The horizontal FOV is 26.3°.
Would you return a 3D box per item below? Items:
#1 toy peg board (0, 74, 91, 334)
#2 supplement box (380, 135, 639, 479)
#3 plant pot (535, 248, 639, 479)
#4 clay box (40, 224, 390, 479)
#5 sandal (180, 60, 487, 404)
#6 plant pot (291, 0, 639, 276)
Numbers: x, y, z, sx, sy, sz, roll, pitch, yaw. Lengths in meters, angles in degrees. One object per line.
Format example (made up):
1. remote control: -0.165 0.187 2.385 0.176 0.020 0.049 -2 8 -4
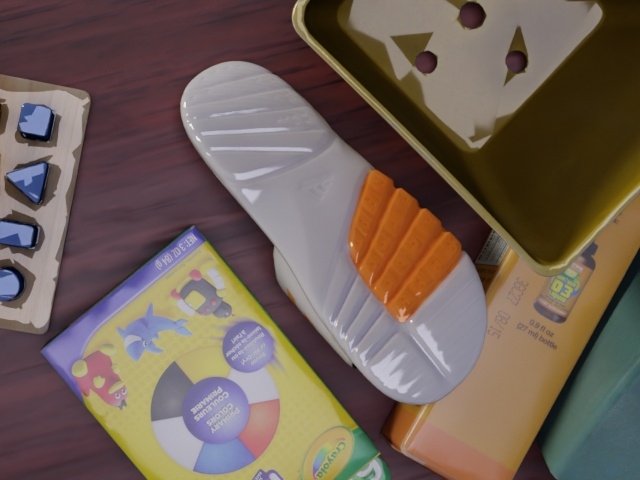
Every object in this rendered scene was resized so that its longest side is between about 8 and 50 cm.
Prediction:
1. toy peg board: -0.237 -0.031 0.848 0.160 0.079 0.161 10 89 -8
2. supplement box: 0.132 0.050 0.902 0.078 0.080 0.233 31 88 -8
3. plant pot: 0.255 0.081 0.872 0.165 0.166 0.234 41 99 -10
4. clay box: -0.061 0.114 0.886 0.127 0.053 0.222 -40 95 -5
5. sandal: 0.008 -0.007 0.891 0.102 0.076 0.265 -34 74 -15
6. plant pot: 0.115 -0.136 0.830 0.212 0.187 0.212 44 91 -12
